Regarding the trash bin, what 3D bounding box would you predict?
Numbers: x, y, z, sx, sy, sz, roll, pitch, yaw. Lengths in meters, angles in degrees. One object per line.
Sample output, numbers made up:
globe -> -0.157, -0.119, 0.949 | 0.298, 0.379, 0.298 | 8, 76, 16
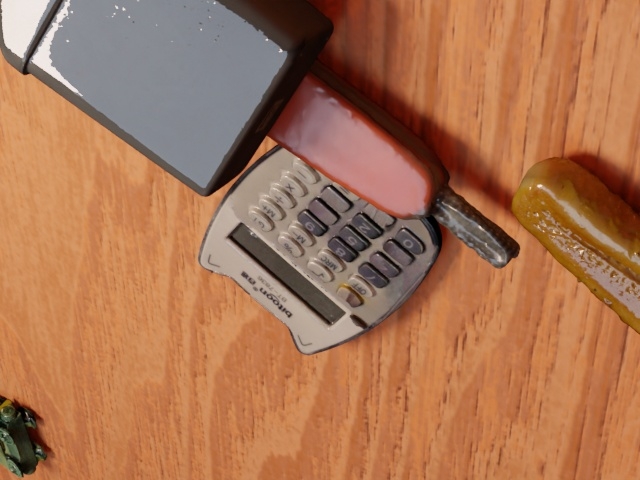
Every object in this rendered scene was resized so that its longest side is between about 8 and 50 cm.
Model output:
trash bin -> -0.129, -0.166, 1.351 | 0.236, 0.101, 0.177 | 37, 115, 6

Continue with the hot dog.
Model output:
hot dog -> 0.262, 0.039, 1.317 | 0.286, 0.061, 0.088 | 42, 143, -2

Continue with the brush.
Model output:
brush -> 0.022, -0.081, 1.400 | 0.323, 0.051, 0.070 | 38, 120, 7

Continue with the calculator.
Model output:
calculator -> 0.000, 0.000, 1.534 | 0.177, 0.040, 0.268 | 41, 145, -5

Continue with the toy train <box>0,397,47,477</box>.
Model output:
toy train -> -0.374, 0.233, 2.150 | 0.081, 0.050, 0.122 | 29, 146, 31
